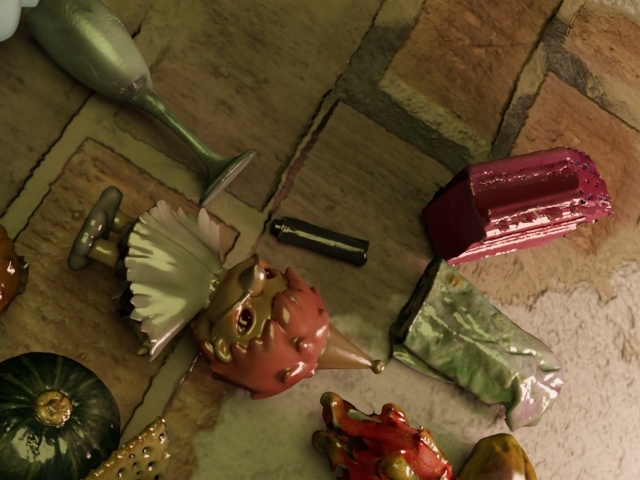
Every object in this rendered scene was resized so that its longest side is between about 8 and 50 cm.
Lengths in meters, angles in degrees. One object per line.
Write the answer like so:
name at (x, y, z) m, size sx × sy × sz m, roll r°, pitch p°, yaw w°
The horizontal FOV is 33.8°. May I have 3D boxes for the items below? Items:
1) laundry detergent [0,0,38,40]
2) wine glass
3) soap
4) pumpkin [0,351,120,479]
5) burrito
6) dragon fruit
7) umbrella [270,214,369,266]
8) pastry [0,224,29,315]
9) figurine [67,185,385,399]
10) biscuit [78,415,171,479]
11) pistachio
laundry detergent at (-0.464, -0.353, 1.144) m, size 0.305 × 0.287 × 0.287 m, roll 0°, pitch 72°, yaw -21°
wine glass at (-0.168, -0.237, 1.321) m, size 0.309 × 0.096 × 0.264 m, roll 45°, pitch 65°, yaw -1°
soap at (0.273, -0.044, 1.393) m, size 0.250 × 0.162 × 0.099 m, roll -11°, pitch 71°, yaw -25°
pumpkin at (-0.297, 0.198, 1.108) m, size 0.167 × 0.125 × 0.167 m, roll 16°, pitch 61°, yaw -30°
burrito at (0.208, 0.136, 1.346) m, size 0.229 × 0.089 × 0.144 m, roll 33°, pitch 68°, yaw -5°
dragon fruit at (0.070, 0.259, 1.229) m, size 0.133 × 0.150 × 0.208 m, roll -42°, pitch 85°, yaw 5°
umbrella at (0.000, -0.001, 1.344) m, size 0.133 × 0.031 × 0.036 m, roll 17°, pitch 41°, yaw -14°
pastry at (-0.431, 0.031, 1.130) m, size 0.229 × 0.100 × 0.218 m, roll 0°, pitch 68°, yaw -16°
figurine at (-0.097, 0.076, 1.201) m, size 0.387 × 0.166 × 0.207 m, roll 30°, pitch 43°, yaw -7°
biscuit at (-0.231, 0.287, 1.104) m, size 0.016 × 0.144 × 0.203 m, roll 34°, pitch 58°, yaw 32°
pistachio at (0.201, 0.318, 1.271) m, size 0.110 × 0.100 × 0.189 m, roll 44°, pitch 61°, yaw 3°
